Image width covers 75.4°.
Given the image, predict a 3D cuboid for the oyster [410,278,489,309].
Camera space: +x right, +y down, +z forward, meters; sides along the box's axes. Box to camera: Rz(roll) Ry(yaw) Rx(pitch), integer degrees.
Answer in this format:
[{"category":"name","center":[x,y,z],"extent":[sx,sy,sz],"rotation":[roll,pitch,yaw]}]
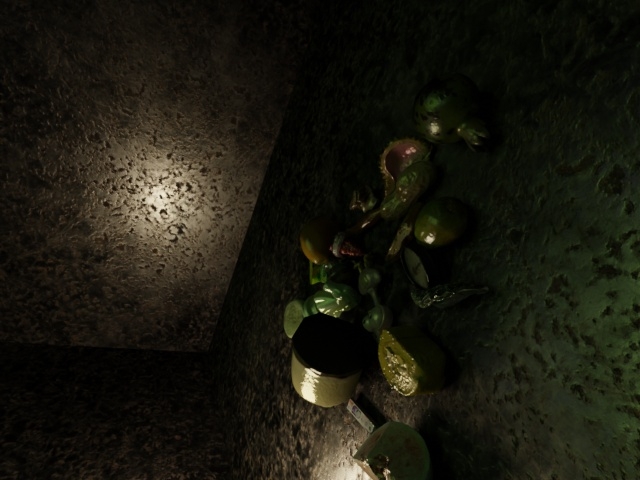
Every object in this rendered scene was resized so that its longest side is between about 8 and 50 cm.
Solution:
[{"category":"oyster","center":[0.414,0.177,1.332],"extent":[0.252,0.199,0.087],"rotation":[82,177,-79]}]

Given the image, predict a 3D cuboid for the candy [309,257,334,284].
[{"category":"candy","center":[0.006,0.164,2.162],"extent":[0.246,0.069,0.149],"rotation":[-3,82,57]}]

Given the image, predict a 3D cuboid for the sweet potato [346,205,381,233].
[{"category":"sweet potato","center":[0.217,-0.090,1.857],"extent":[0.314,0.066,0.072],"rotation":[-41,10,50]}]

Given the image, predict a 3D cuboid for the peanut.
[{"category":"peanut","center":[0.333,-0.186,1.607],"extent":[0.298,0.136,0.120],"rotation":[-56,35,38]}]

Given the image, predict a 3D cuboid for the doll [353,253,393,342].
[{"category":"doll","center":[0.218,0.240,1.708],"extent":[0.160,0.094,0.365],"rotation":[-48,39,49]}]

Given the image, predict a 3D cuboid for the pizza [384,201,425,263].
[{"category":"pizza","center":[0.311,-0.001,1.582],"extent":[0.189,0.071,0.297],"rotation":[-50,-12,-50]}]

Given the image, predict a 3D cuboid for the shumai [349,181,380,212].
[{"category":"shumai","center":[0.209,-0.181,1.869],"extent":[0.116,0.145,0.146],"rotation":[43,119,37]}]

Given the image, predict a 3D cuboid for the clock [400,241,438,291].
[{"category":"clock","center":[0.346,0.096,1.469],"extent":[0.184,0.040,0.184],"rotation":[59,165,26]}]

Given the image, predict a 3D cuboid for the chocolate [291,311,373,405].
[{"category":"chocolate","center":[0.025,0.522,1.752],"extent":[0.326,0.314,0.297],"rotation":[-58,-19,-52]}]

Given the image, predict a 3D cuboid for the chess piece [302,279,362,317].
[{"category":"chess piece","center":[0.051,0.283,1.922],"extent":[0.298,0.175,0.176],"rotation":[-45,42,43]}]

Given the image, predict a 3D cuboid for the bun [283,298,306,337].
[{"category":"bun","center":[-0.115,0.432,2.248],"extent":[0.221,0.108,0.221],"rotation":[-28,54,46]}]

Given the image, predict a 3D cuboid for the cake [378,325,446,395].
[{"category":"cake","center":[0.309,0.413,1.406],"extent":[0.260,0.156,0.179],"rotation":[-132,42,-63]}]

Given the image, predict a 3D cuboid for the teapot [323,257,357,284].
[{"category":"teapot","center":[0.095,0.139,1.947],"extent":[0.165,0.130,0.119],"rotation":[-36,65,8]}]

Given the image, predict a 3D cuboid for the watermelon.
[{"category":"watermelon","center":[0.276,0.747,1.380],"extent":[0.322,0.188,0.175],"rotation":[6,130,56]}]

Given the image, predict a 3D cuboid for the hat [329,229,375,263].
[{"category":"hat","center":[0.158,0.039,1.885],"extent":[0.227,0.140,0.129],"rotation":[22,112,34]}]

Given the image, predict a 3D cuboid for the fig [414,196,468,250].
[{"category":"fig","center":[0.390,-0.051,1.417],"extent":[0.233,0.167,0.167],"rotation":[-32,51,38]}]

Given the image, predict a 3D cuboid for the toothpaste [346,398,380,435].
[{"category":"toothpaste","center":[0.173,0.710,1.668],"extent":[0.196,0.040,0.047],"rotation":[25,98,62]}]

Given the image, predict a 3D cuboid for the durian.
[{"category":"durian","center":[0.326,-0.336,1.729],"extent":[0.196,0.185,0.305],"rotation":[-74,8,-49]}]

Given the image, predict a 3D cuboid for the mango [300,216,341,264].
[{"category":"mango","center":[0.000,0.000,2.021],"extent":[0.173,0.211,0.317],"rotation":[-42,9,27]}]

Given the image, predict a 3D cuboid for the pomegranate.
[{"category":"pomegranate","center":[0.453,-0.411,1.418],"extent":[0.242,0.242,0.306],"rotation":[-38,79,51]}]
